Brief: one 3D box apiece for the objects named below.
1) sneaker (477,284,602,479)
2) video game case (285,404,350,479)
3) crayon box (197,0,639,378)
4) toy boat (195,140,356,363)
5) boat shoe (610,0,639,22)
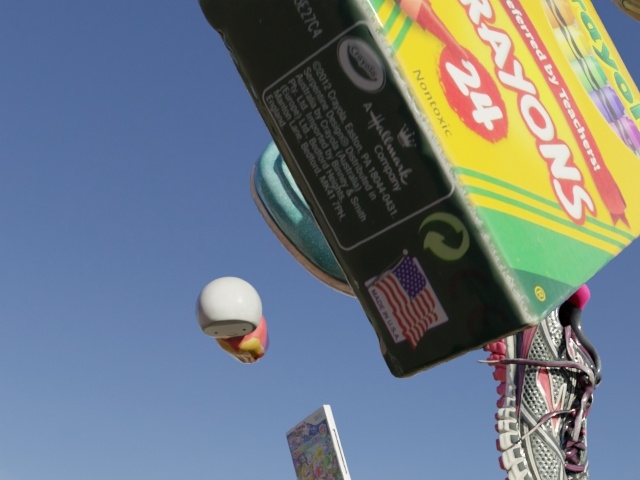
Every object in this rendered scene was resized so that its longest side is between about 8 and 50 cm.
[{"bbox_3d":[0.248,0.174,0.999,0.112,0.299,0.121,-22,-27,30],"label":"sneaker"},{"bbox_3d":[-0.002,0.275,1.155,0.011,0.122,0.087,9,-38,-38],"label":"video game case"},{"bbox_3d":[0.101,-0.078,0.526,0.081,0.202,0.318,-30,-3,36],"label":"crayon box"},{"bbox_3d":[0.000,0.000,1.006,0.267,0.318,0.148,38,-15,22],"label":"toy boat"},{"bbox_3d":[0.253,-0.284,0.870,0.105,0.285,0.089,-2,-59,-3],"label":"boat shoe"}]
